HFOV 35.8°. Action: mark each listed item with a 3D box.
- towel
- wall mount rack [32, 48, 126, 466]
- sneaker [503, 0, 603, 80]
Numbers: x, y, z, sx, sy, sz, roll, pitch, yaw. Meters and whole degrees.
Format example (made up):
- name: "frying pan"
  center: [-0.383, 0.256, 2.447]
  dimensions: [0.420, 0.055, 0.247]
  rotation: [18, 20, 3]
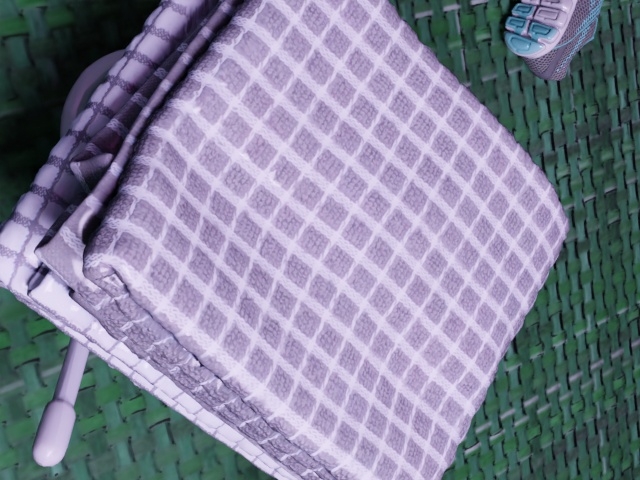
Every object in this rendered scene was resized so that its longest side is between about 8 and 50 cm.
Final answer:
- name: "towel"
  center: [0.000, 0.000, 0.544]
  dimensions: [0.284, 0.121, 0.235]
  rotation: [44, 69, -31]
- name: "wall mount rack"
  center: [-0.039, 0.043, 0.665]
  dimensions: [0.350, 0.130, 0.304]
  rotation: [41, 75, -32]
- name: "sneaker"
  center: [0.218, -0.210, 0.859]
  dimensions: [0.166, 0.065, 0.076]
  rotation: [-55, 139, -12]
